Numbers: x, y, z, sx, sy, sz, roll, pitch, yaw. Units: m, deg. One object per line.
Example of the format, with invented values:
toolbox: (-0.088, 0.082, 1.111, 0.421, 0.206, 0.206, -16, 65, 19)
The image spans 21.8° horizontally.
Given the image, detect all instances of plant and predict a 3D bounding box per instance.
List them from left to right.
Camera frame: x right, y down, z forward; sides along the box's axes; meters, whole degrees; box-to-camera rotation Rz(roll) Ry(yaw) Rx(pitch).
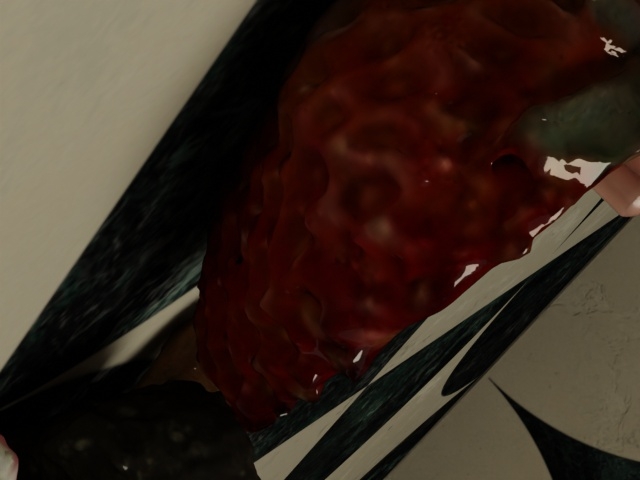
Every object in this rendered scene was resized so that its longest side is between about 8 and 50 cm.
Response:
plant: (-0.161, 0.178, 0.886, 0.274, 0.146, 0.149, -26, 169, -32)

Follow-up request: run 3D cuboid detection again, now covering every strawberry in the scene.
strawberry: (0.037, -0.040, 0.830, 0.336, 0.149, 0.265, -39, 179, 37)

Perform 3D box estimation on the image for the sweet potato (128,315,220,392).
sweet potato: (-0.156, 0.188, 1.049, 0.354, 0.106, 0.095, -43, -158, 1)

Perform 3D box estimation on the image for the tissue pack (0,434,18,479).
tissue pack: (-0.235, 0.164, 0.589, 0.209, 0.137, 0.270, -32, 165, -39)

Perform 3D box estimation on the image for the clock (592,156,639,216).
clock: (0.327, -0.153, 1.399, 0.227, 0.142, 0.241, -39, 164, -23)
